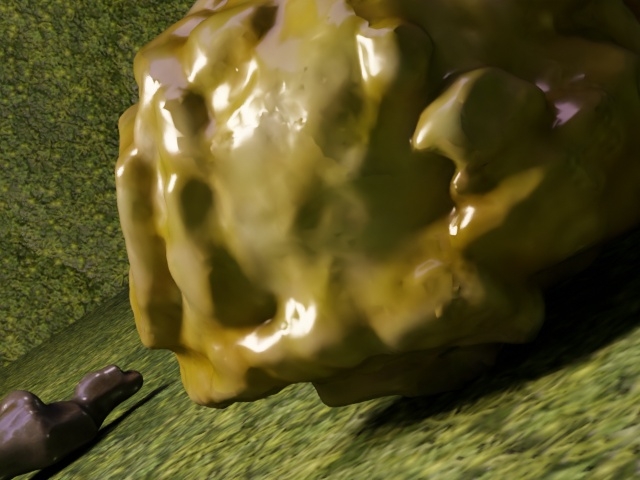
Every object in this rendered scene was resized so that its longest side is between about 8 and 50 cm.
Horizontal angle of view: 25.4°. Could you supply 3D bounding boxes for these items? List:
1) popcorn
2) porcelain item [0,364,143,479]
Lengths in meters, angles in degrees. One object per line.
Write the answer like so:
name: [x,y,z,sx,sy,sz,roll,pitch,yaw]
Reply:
popcorn: [0.021,-0.040,0.583,0.233,0.192,0.266,-35,11,-36]
porcelain item: [-0.210,0.142,0.973,0.216,0.069,0.081,-30,-1,-31]
